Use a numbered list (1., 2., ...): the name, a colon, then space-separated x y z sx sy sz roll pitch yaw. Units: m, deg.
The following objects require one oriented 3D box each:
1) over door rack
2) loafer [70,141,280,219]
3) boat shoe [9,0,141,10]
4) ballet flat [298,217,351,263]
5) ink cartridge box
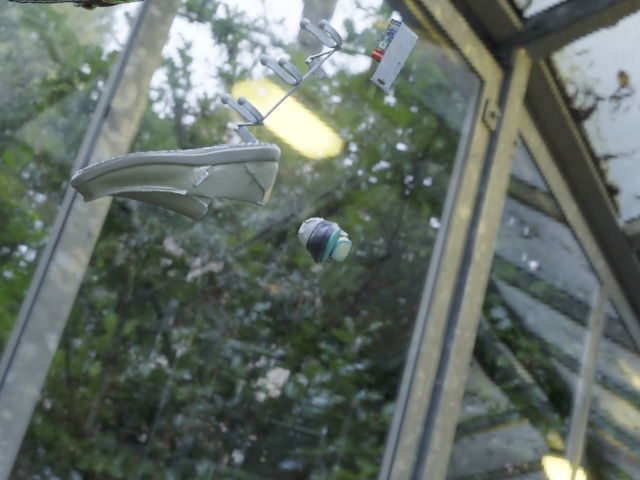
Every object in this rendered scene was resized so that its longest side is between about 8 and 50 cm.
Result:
1. over door rack: -0.084 -0.320 2.305 0.108 0.239 0.324 46 -7 -2
2. loafer: -0.177 -0.070 1.451 0.268 0.092 0.102 -7 4 -13
3. boat shoe: -0.292 -0.361 1.548 0.116 0.324 0.097 47 -40 25
4. ballet flat: 0.000 0.000 1.833 0.074 0.074 0.203 11 -3 10
5. ink cartridge box: 0.121 -0.325 2.018 0.029 0.115 0.063 31 2 37
